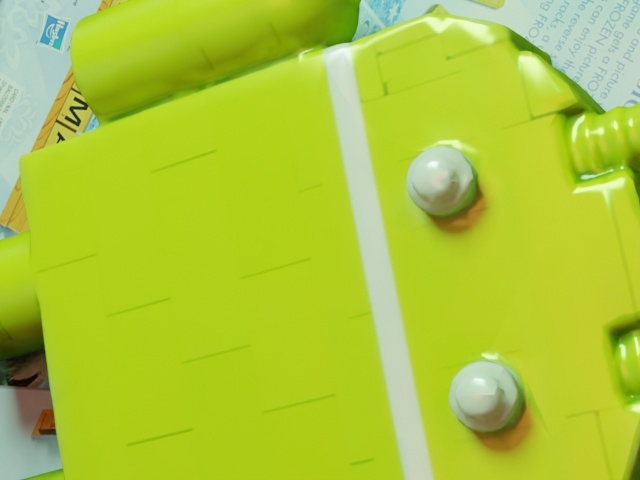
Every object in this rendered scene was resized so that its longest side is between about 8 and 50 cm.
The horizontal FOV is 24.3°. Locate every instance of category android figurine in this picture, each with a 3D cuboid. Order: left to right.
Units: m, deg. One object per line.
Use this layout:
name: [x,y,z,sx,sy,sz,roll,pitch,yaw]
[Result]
android figurine: [-0.005,0.031,0.455,0.273,0.056,0.248,-15,77,26]

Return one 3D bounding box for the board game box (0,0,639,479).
board game box: [0.000,0.000,0.524,0.318,0.066,0.318,34,99,26]
